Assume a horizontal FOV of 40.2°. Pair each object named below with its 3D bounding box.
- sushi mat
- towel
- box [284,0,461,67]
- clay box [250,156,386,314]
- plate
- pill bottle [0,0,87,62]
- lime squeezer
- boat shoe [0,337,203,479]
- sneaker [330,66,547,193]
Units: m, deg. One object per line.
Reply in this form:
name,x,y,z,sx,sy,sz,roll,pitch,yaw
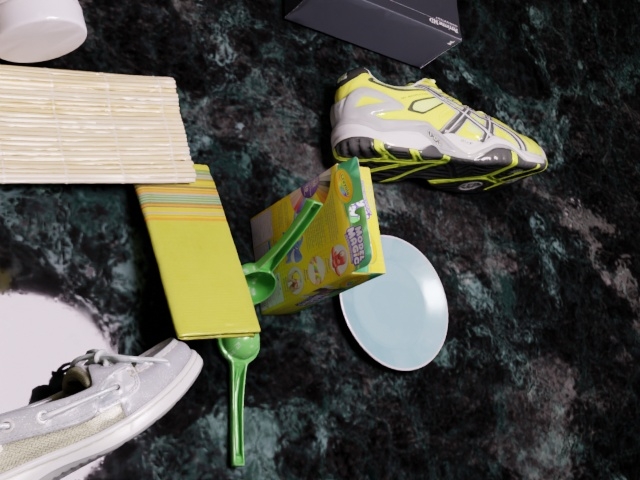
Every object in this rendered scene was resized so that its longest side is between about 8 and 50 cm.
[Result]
sushi mat,-0.292,-0.128,0.959,0.316,0.019,0.151,-3,67,-36
towel,-0.146,0.007,0.989,0.102,0.021,0.237,0,55,-33
box,0.076,-0.389,1.303,0.261,0.103,0.184,12,63,-34
clay box,0.000,0.000,1.013,0.053,0.222,0.127,4,71,-36
plate,0.096,0.085,1.182,0.188,0.024,0.188,15,64,-32
pill bottle,-0.334,-0.325,0.945,0.136,0.136,0.245,-11,79,-39
lime squeezer,-0.071,0.096,1.008,0.059,0.110,0.310,13,95,-50
boat shoe,-0.254,0.165,0.830,0.320,0.118,0.103,-27,94,-34
sneaker,0.185,-0.160,1.268,0.385,0.145,0.147,7,69,-37
